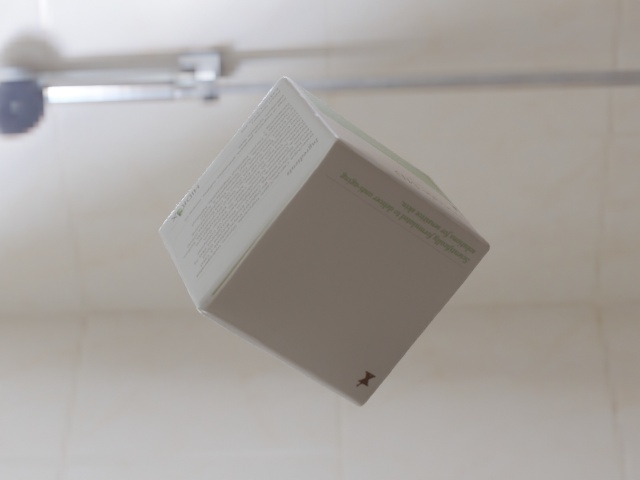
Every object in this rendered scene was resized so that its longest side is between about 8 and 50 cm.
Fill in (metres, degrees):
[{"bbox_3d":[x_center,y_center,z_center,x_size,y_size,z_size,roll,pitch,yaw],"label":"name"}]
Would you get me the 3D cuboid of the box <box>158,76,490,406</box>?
[{"bbox_3d":[0.000,0.000,0.834,0.102,0.101,0.087,-51,29,10],"label":"box"}]
